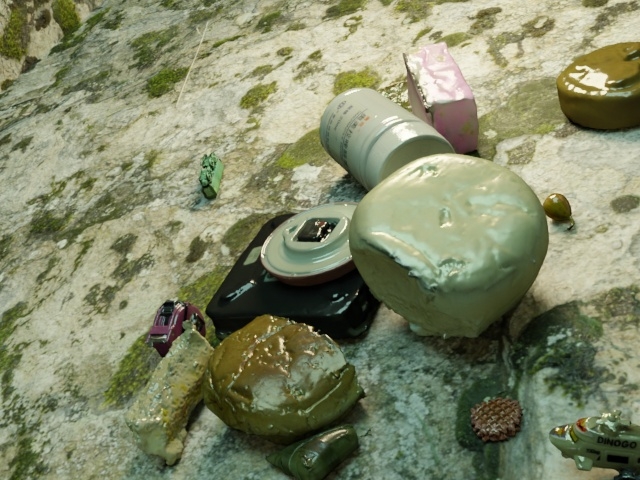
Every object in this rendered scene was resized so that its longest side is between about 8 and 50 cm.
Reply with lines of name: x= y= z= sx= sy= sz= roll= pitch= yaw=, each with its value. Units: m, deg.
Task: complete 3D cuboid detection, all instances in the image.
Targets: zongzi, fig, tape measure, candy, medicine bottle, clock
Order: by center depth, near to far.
zongzi: x=-0.001 y=0.323 z=1.462 sx=0.154 sy=0.062 sz=0.130 roll=-36 pitch=23 yaw=-29
fig: x=0.456 y=-0.052 z=1.712 sx=0.050 sy=0.050 sz=0.083 roll=-26 pitch=51 yaw=-3
clock: x=0.000 y=-0.001 z=1.745 sx=0.244 sy=0.056 sz=0.244 roll=-17 pitch=31 yaw=11
tape measure: x=-0.278 y=0.183 z=1.766 sx=0.074 sy=0.118 sz=0.125 roll=-2 pitch=56 yaw=26
medicine bottle: x=0.143 y=-0.200 z=1.973 sx=0.190 sy=0.190 sz=0.332 roll=-29 pitch=33 yaw=-9
candy: x=0.268 y=-0.322 z=2.062 sx=0.115 sy=0.155 sz=0.265 roll=-14 pitch=42 yaw=0

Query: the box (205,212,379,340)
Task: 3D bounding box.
box: x=-0.025 y=0.059 z=1.807 sx=0.350 sy=0.091 sz=0.359 roll=-3 pitch=37 yaw=28

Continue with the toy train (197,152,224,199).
toy train: x=-0.280 y=-0.170 z=2.302 sx=0.038 sy=0.071 sz=0.148 roll=-16 pitch=34 yaw=15

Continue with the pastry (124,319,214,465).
pastry: x=-0.261 y=0.282 z=1.633 sx=0.089 sy=0.121 sz=0.258 roll=-27 pitch=30 yaw=47

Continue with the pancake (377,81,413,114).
pancake: x=0.201 y=-0.325 z=2.255 sx=0.253 sy=0.037 sz=0.253 roll=-16 pitch=35 yaw=11

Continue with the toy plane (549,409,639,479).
toy plane: x=0.451 y=0.278 z=1.206 sx=0.286 sy=0.108 sz=0.092 roll=7 pitch=41 yaw=20

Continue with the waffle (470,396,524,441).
waffle: x=0.271 y=0.272 z=1.383 sx=0.083 sy=0.029 sz=0.075 roll=-9 pitch=36 yaw=17

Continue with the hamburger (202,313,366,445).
hamburger: x=-0.086 y=0.247 z=1.546 sx=0.211 sy=0.132 sz=0.309 roll=-39 pitch=37 yaw=-25

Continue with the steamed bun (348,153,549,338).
steamed bun: x=0.233 y=0.016 z=1.578 sx=0.312 sy=0.233 sz=0.334 roll=-34 pitch=53 yaw=-16

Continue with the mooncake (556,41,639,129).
mooncake: x=0.624 y=-0.338 z=1.944 sx=0.235 sy=0.117 sz=0.235 roll=-15 pitch=37 yaw=11
